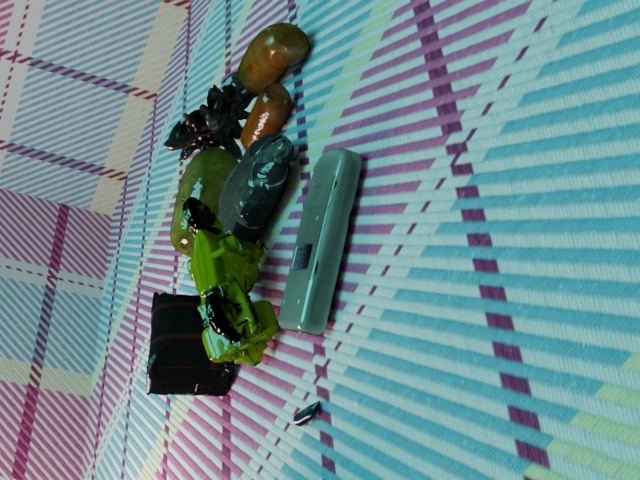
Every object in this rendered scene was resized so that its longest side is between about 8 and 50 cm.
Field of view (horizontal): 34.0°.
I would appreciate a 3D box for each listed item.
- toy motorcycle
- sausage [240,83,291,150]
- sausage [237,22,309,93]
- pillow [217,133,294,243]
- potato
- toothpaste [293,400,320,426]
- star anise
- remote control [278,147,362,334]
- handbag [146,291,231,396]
[{"bbox_3d":[-0.172,0.080,1.930,0.142,0.206,0.342,-36,45,19],"label":"toy motorcycle"},{"bbox_3d":[-0.115,-0.246,2.160,0.197,0.076,0.076,127,152,-53],"label":"sausage"},{"bbox_3d":[-0.098,-0.388,2.182,0.270,0.109,0.109,162,120,-70],"label":"sausage"},{"bbox_3d":[-0.132,-0.087,2.056,0.335,0.093,0.161,122,149,-43],"label":"pillow"},{"bbox_3d":[-0.247,-0.082,2.308,0.197,0.149,0.228,111,168,-64],"label":"potato"},{"bbox_3d":[-0.022,0.263,1.571,0.027,0.019,0.083,-58,7,-34],"label":"toothpaste"},{"bbox_3d":[-0.226,-0.273,2.356,0.283,0.129,0.212,-43,-23,-28],"label":"star anise"},{"bbox_3d":[0.000,0.000,1.648,0.140,0.056,0.296,172,113,-69],"label":"remote control"},{"bbox_3d":[-0.258,0.208,2.088,0.155,0.169,0.215,99,170,-45],"label":"handbag"}]
